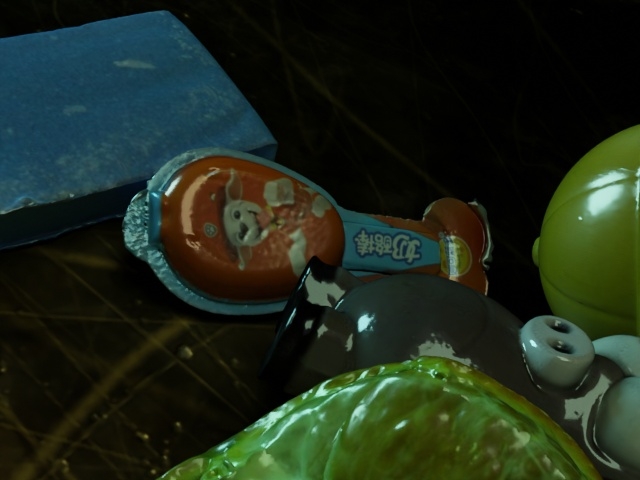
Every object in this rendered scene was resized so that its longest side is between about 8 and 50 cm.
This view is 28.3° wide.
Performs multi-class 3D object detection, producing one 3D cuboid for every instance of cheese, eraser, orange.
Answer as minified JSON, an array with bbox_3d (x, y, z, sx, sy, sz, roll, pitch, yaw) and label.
[{"bbox_3d":[0.000,0.000,0.795,0.256,0.037,0.106,6,72,-24],"label":"cheese"},{"bbox_3d":[-0.184,-0.064,0.778,0.312,0.042,0.144,-18,58,-37],"label":"eraser"},{"bbox_3d":[0.011,0.158,0.554,0.237,0.158,0.179,-35,78,-6],"label":"orange"}]

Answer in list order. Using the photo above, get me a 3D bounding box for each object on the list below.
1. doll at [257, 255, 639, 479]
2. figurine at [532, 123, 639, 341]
[{"bbox_3d":[0.096,0.091,0.704,0.257,0.117,0.182,20,25,0],"label":"doll"},{"bbox_3d":[0.250,0.017,0.770,0.167,0.192,0.257,1,8,-41],"label":"figurine"}]
